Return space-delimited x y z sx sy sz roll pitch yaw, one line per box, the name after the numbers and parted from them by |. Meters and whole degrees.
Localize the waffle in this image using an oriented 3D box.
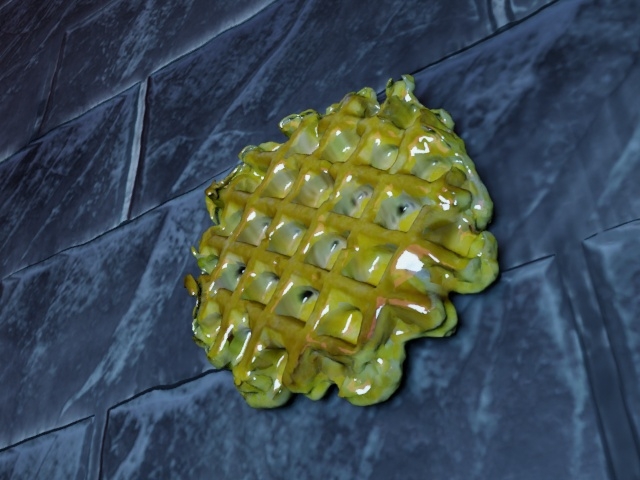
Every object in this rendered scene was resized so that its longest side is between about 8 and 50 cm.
0.000 0.000 0.684 0.302 0.068 0.324 -29 46 20 | waffle
